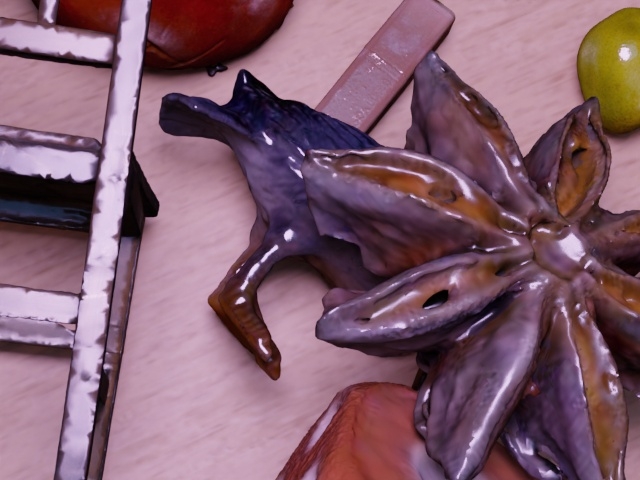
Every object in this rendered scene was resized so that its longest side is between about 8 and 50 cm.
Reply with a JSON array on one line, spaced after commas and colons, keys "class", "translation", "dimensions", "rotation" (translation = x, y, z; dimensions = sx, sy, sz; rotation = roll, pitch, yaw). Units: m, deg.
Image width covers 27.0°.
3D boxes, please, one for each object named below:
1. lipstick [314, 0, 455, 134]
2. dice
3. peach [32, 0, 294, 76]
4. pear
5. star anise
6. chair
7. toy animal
[{"class": "lipstick", "translation": [0.046, -0.131, 1.057], "dimensions": [0.045, 0.045, 0.145], "rotation": [36, 75, 6]}, {"class": "dice", "translation": [0.042, 0.215, 0.866], "dimensions": [0.175, 0.174, 0.179], "rotation": [35, 115, -6]}, {"class": "peach", "translation": [-0.122, -0.223, 1.022], "dimensions": [0.196, 0.226, 0.190], "rotation": [-53, 48, 17]}, {"class": "pear", "translation": [0.245, -0.134, 1.062], "dimensions": [0.092, 0.092, 0.097], "rotation": [27, 90, 1]}, {"class": "star anise", "translation": [0.126, 0.027, 0.885], "dimensions": [0.331, 0.117, 0.332], "rotation": [14, 56, -21]}, {"class": "chair", "translation": [-0.211, -0.052, 0.888], "dimensions": [0.203, 0.240, 0.416], "rotation": [8, 80, -4]}, {"class": "toy animal", "translation": [0.000, 0.000, 0.979], "dimensions": [0.185, 0.122, 0.298], "rotation": [-34, 92, -10]}]
